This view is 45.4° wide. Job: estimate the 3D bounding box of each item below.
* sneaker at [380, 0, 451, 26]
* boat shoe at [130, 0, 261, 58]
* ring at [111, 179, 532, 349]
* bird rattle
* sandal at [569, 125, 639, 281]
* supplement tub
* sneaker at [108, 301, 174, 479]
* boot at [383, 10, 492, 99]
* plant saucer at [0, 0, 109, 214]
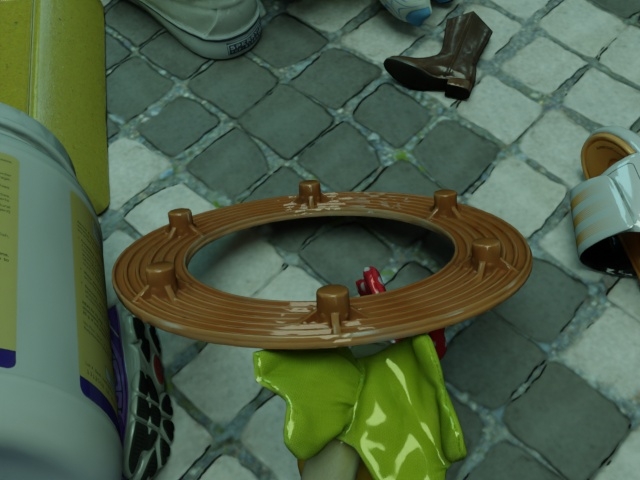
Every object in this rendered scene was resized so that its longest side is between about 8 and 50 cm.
[{"bbox_3d":[0.147,-0.340,0.926,0.086,0.085,0.237,46,59,-12],"label":"sneaker"},{"bbox_3d":[-0.224,-0.361,0.897,0.367,0.156,0.136,39,68,22],"label":"boat shoe"},{"bbox_3d":[0.000,0.000,0.628,0.337,0.032,0.336,-4,19,1],"label":"ring"},{"bbox_3d":[0.024,0.129,0.582,0.143,0.253,0.206,16,99,5],"label":"bird rattle"},{"bbox_3d":[0.280,0.009,0.690,0.076,0.102,0.265,-11,61,-8],"label":"sandal"},{"bbox_3d":[-0.283,0.064,0.580,0.241,0.241,0.331,-15,46,-6],"label":"supplement tub"},{"bbox_3d":[-0.174,0.134,0.667,0.071,0.068,0.169,-23,51,6],"label":"sneaker"},{"bbox_3d":[0.135,-0.221,0.869,0.107,0.037,0.114,21,65,-1],"label":"boot"},{"bbox_3d":[-0.408,-0.158,0.829,0.333,0.081,0.332,-9,59,-3],"label":"plant saucer"}]
